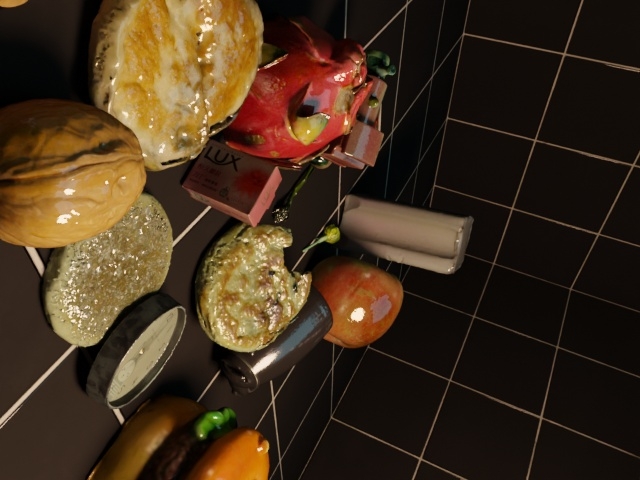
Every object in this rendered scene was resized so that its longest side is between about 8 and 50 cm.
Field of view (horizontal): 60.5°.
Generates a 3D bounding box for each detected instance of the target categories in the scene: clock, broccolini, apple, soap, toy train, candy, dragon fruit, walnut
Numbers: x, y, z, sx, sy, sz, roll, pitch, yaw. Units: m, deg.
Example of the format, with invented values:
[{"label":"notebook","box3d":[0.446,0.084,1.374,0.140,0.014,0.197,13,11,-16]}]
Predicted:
[{"label":"clock","box3d":[-0.314,0.194,0.961,0.214,0.042,0.215,-57,169,-17]},{"label":"broccolini","box3d":[-0.068,-0.123,1.439,0.218,0.044,0.042,-61,145,-41]},{"label":"apple","box3d":[0.092,0.200,1.759,0.319,0.320,0.276,45,65,-70]},{"label":"soap","box3d":[0.307,-0.031,1.961,0.350,0.436,0.212,1,102,-67]},{"label":"toy train","box3d":[0.065,-0.315,1.283,0.150,0.222,0.304,18,91,-39]},{"label":"candy","box3d":[0.000,0.000,1.739,0.058,0.062,0.194,-28,-179,39]},{"label":"dragon fruit","box3d":[-0.031,-0.279,1.074,0.305,0.226,0.305,19,90,-74]},{"label":"walnut","box3d":[-0.297,-0.078,0.625,0.197,0.165,0.165,-51,155,-64]}]

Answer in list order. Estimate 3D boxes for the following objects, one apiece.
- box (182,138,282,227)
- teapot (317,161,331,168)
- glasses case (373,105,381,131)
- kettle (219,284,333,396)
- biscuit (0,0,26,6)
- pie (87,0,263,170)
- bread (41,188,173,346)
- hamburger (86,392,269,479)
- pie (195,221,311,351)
[{"label":"box","box3d":[-0.158,-0.106,0.996,0.111,0.156,0.060,-63,167,-16]},{"label":"teapot","box3d":[0.014,-0.244,1.443,0.080,0.111,0.084,26,45,-63]},{"label":"glasses case","box3d":[0.122,-0.354,1.468,0.128,0.083,0.307,97,-3,-57]},{"label":"kettle","box3d":[-0.131,0.266,1.394,0.290,0.208,0.268,-47,157,-36]},{"label":"biscuit","box3d":[-0.257,-0.405,0.575,0.354,0.052,0.275,-56,157,-34]},{"label":"pie","box3d":[-0.207,-0.261,0.813,0.339,0.077,0.338,-43,148,-36]},{"label":"bread","box3d":[-0.320,0.044,0.866,0.267,0.041,0.266,-54,155,-39]},{"label":"hamburger","box3d":[-0.275,0.546,1.130,0.395,0.278,0.395,-53,154,-41]},{"label":"pie","box3d":[-0.146,0.102,1.211,0.303,0.067,0.302,-6,98,-43]}]
